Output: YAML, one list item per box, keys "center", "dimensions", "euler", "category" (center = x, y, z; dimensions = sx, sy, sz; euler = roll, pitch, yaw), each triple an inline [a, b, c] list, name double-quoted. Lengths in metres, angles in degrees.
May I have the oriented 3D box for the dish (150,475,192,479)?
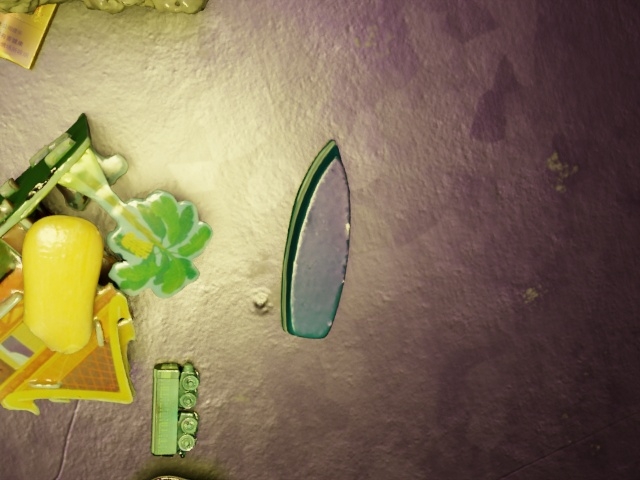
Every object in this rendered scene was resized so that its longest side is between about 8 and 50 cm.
- center: [-0.219, 0.428, 1.102]
  dimensions: [0.190, 0.066, 0.191]
  euler: [-1, 99, -8]
  category: "dish"

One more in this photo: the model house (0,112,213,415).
- center: [-0.324, 0.047, 0.989]
  dimensions: [0.357, 0.242, 0.313]
  euler: [-45, 118, -3]
  category: "model house"

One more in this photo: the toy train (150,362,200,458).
- center: [-0.217, 0.255, 1.094]
  dimensions: [0.071, 0.038, 0.148]
  euler: [2, 98, -7]
  category: "toy train"

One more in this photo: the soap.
- center: [-0.303, 0.051, 0.848]
  dimensions: [0.089, 0.033, 0.168]
  euler: [6, 108, -24]
  category: "soap"

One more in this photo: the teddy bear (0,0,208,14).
- center: [-0.290, -0.393, 0.886]
  dimensions: [0.367, 0.224, 0.357]
  euler: [-13, 55, -31]
  category: "teddy bear"

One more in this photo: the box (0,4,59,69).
- center: [-0.405, -0.321, 0.992]
  dimensions: [0.089, 0.022, 0.156]
  euler: [25, 93, -13]
  category: "box"

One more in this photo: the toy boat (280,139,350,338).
- center: [0.000, 0.000, 1.082]
  dimensions: [0.096, 0.062, 0.299]
  euler: [7, 96, -10]
  category: "toy boat"
